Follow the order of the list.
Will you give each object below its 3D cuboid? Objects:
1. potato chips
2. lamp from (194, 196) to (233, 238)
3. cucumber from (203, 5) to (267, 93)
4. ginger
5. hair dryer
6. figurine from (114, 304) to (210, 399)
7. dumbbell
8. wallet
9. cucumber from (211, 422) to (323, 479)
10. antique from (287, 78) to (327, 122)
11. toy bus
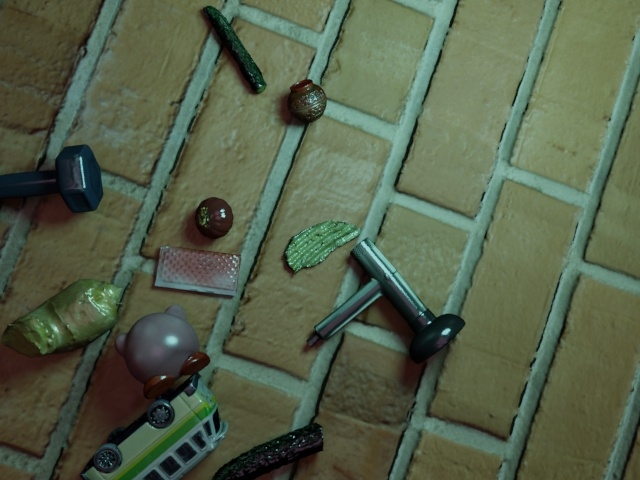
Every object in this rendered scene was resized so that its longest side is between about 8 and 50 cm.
[{"bbox_3d":[0.000,0.000,1.413,0.207,0.028,0.092,-32,91,-5],"label":"potato chips"},{"bbox_3d":[-0.255,-0.053,1.362,0.101,0.090,0.101,2,94,32],"label":"lamp"},{"bbox_3d":[-0.212,-0.482,1.418,0.044,0.043,0.257,-33,89,-12],"label":"cucumber"},{"bbox_3d":[-0.571,0.182,1.288,0.267,0.152,0.138,-32,92,-26],"label":"ginger"},{"bbox_3d":[0.140,0.197,1.402,0.320,0.155,0.284,42,103,11],"label":"hair dryer"},{"bbox_3d":[-0.362,0.245,1.293,0.173,0.173,0.173,0,86,-6],"label":"figurine"},{"bbox_3d":[-0.671,-0.128,1.296,0.316,0.143,0.156,-7,88,-6],"label":"dumbbell"},{"bbox_3d":[-0.296,0.073,1.383,0.196,0.020,0.103,7,86,-5],"label":"wallet"},{"bbox_3d":[-0.128,0.515,1.344,0.300,0.072,0.072,-21,88,-7],"label":"cucumber"},{"bbox_3d":[-0.033,-0.339,1.400,0.104,0.104,0.104,0,86,-6],"label":"antique"},{"bbox_3d":[-0.358,0.459,1.290,0.305,0.143,0.179,-40,93,-8],"label":"toy bus"}]
